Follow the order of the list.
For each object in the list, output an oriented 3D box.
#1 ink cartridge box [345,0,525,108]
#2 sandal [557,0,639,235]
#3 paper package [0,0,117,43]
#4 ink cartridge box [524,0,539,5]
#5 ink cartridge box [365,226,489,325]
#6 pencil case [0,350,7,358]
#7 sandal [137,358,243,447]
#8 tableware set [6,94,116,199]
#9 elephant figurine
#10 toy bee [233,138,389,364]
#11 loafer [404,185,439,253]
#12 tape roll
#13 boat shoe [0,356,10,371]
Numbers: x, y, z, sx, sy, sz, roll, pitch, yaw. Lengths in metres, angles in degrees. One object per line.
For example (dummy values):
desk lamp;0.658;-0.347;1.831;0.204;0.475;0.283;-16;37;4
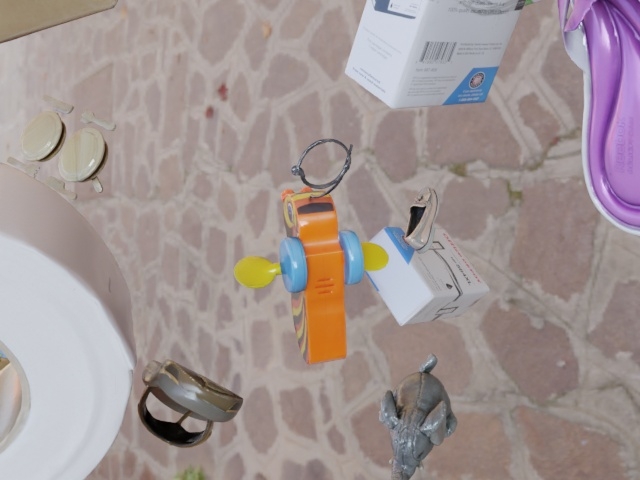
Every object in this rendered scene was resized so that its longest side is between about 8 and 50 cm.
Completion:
ink cartridge box;0.249;-0.472;1.544;0.166;0.286;0.394;44;130;35
sandal;0.270;-0.190;0.699;0.169;0.102;0.416;8;118;54
paper package;-0.387;-0.378;0.819;0.168;0.310;0.324;-93;-14;-53
ink cartridge box;0.449;-0.622;1.702;0.212;0.093;0.154;64;165;-14
ink cartridge box;0.176;0.056;1.357;0.086;0.203;0.148;-46;65;28
pencil case;-0.503;0.185;1.295;0.119;0.133;0.306;-57;1;-44
sandal;-0.112;0.143;0.662;0.060;0.090;0.219;-65;10;-15
tableware set;-0.386;-0.140;1.213;0.194;0.039;0.128;25;84;35
elephant figurine;0.186;0.364;1.561;0.169;0.239;0.186;-34;86;16
toy bee;0.000;0.000;1.039;0.298;0.195;0.162;-69;23;18
loafer;0.152;-0.039;1.207;0.045;0.039;0.125;-34;33;42
tape roll;-0.277;0.080;0.555;0.100;0.286;0.286;-117;40;-56
boat shoe;-0.395;0.209;0.798;0.302;0.103;0.113;-117;45;-68
